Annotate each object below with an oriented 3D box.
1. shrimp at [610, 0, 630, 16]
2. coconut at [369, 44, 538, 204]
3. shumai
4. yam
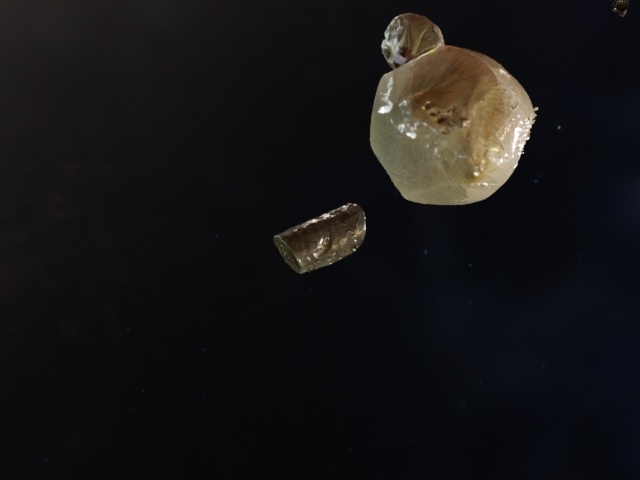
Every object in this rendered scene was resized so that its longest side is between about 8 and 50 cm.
[{"bbox_3d":[0.696,-0.549,1.276,0.082,0.174,0.076,17,-102,-22],"label":"shrimp"},{"bbox_3d":[0.278,-0.245,1.324,0.346,0.347,0.360,40,-154,31],"label":"coconut"},{"bbox_3d":[0.255,-0.556,1.766,0.201,0.201,0.120,22,-141,22],"label":"shumai"},{"bbox_3d":[0.000,0.000,1.182,0.183,0.107,0.107,-22,-129,-30],"label":"yam"}]
